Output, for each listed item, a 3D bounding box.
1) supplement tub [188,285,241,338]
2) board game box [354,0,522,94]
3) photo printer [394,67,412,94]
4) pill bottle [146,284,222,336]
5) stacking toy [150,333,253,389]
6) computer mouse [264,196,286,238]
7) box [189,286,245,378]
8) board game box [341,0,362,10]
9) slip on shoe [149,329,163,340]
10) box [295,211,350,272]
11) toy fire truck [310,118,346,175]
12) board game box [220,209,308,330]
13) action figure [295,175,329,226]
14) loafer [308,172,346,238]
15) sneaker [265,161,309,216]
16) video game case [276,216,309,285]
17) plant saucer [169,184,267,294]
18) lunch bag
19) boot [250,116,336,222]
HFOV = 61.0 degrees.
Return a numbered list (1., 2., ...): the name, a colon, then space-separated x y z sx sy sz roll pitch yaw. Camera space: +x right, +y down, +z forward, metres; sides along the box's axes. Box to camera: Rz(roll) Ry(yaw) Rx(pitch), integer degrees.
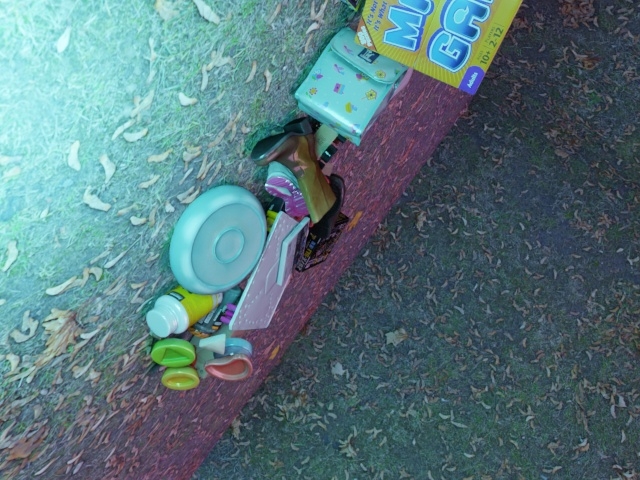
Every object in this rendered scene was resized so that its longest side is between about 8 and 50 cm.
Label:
1. supplement tub: -0.348 0.212 1.742 0.190 0.117 0.117 -57 166 8
2. board game box: 0.353 -0.678 1.432 0.357 0.356 0.356 -58 171 -43
3. photo printer: 0.251 -0.632 1.843 0.256 0.107 0.308 -47 163 -33
4. pill bottle: -0.386 0.185 1.545 0.215 0.117 0.117 -38 158 -52
5. stacking toy: -0.378 0.344 1.735 0.280 0.308 0.130 76 7 -48
6. computer mouse: -0.124 -0.137 1.842 0.262 0.060 0.184 -67 167 21
7. box: -0.358 0.328 1.966 0.311 0.121 0.148 -57 167 8
8. board game box: 0.096 -0.674 1.341 0.170 0.048 0.141 -60 168 15
9. slip on shoe: -0.460 0.268 1.647 0.051 0.041 0.135 -59 166 13
10. box: 0.000 0.000 2.529 0.257 0.079 0.322 -59 166 20
11. toy fire truck: 0.009 -0.301 1.772 0.217 0.158 0.246 -51 -173 3
12. board game box: -0.176 0.108 1.821 0.390 0.050 0.390 -66 167 -3
13. action figure: -0.040 -0.144 2.005 0.139 0.091 0.280 -60 173 -44
14. loafer: 0.027 -0.157 2.198 0.130 0.133 0.366 -61 175 -34
15. sneaker: -0.082 -0.163 1.674 0.252 0.102 0.111 51 31 -54
16. video game case: -0.094 0.036 1.870 0.173 0.022 0.190 -51 159 -49
17. plant saucer: -0.256 0.008 1.464 0.317 0.043 0.318 -28 130 -39
18. lunch bag: 0.090 -0.435 1.505 0.262 0.223 0.160 -56 174 -1
19. boot: -0.070 -0.176 1.545 0.264 0.096 0.281 -53 129 -53
